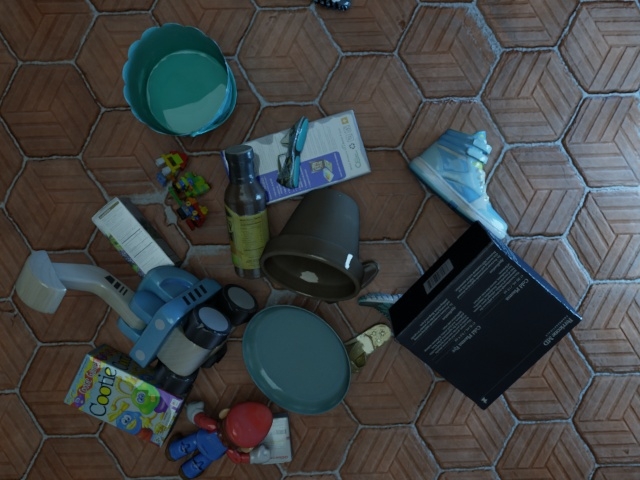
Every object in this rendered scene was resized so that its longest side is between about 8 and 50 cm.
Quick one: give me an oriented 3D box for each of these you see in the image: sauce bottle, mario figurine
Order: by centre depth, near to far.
[{"bbox_3d":[-0.188,-0.072,1.666,0.111,0.111,0.345,-4,115,0],"label":"sauce bottle"},{"bbox_3d":[-0.249,0.515,1.735,0.320,0.170,0.198,-32,129,24],"label":"mario figurine"}]

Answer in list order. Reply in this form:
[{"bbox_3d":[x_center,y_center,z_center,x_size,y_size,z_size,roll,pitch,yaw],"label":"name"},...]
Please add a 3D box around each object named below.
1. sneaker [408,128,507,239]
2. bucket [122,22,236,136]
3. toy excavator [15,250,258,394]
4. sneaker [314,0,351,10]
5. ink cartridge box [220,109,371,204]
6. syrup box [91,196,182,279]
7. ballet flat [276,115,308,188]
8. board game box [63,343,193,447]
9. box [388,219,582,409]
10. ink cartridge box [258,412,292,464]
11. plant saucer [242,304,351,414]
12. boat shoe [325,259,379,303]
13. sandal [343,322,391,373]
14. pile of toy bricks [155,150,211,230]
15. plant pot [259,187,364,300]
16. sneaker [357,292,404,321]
[{"bbox_3d":[0.412,-0.165,1.715,0.319,0.127,0.208,41,93,-2],"label":"sneaker"},{"bbox_3d":[-0.353,-0.397,1.675,0.281,0.183,0.281,0,93,0],"label":"bucket"},{"bbox_3d":[-0.443,0.160,1.593,0.445,0.433,0.222,39,114,7],"label":"toy excavator"},{"bbox_3d":[-0.019,-0.689,1.715,0.234,0.078,0.106,24,95,1],"label":"sneaker"},{"bbox_3d":[-0.064,-0.210,1.742,0.370,0.069,0.176,-17,93,-2],"label":"ink cartridge box"},{"bbox_3d":[-0.486,0.001,1.734,0.096,0.093,0.237,-41,92,2],"label":"syrup box"},{"bbox_3d":[-0.079,-0.230,1.683,0.070,0.070,0.189,11,89,-1],"label":"ballet flat"},{"bbox_3d":[-0.501,0.405,1.726,0.275,0.144,0.142,26,91,-2],"label":"board game box"},{"bbox_3d":[0.403,0.188,1.648,0.312,0.179,0.343,40,104,-11],"label":"box"},{"bbox_3d":[-0.126,0.539,1.778,0.088,0.052,0.123,-5,91,1],"label":"ink cartridge box"},{"bbox_3d":[-0.059,0.308,1.714,0.317,0.043,0.318,9,113,23],"label":"plant saucer"},{"bbox_3d":[0.084,0.116,1.757,0.178,0.060,0.064,-33,92,1],"label":"boat shoe"},{"bbox_3d":[0.092,0.310,1.755,0.240,0.079,0.088,-39,92,1],"label":"sandal"},{"bbox_3d":[-0.343,-0.137,1.737,0.105,0.118,0.212,-29,75,-26],"label":"pile of toy bricks"},{"bbox_3d":[0.000,0.000,1.668,0.263,0.263,0.229,17,63,-1],"label":"plant pot"},{"bbox_3d":[0.183,0.184,1.761,0.166,0.065,0.076,4,97,2],"label":"sneaker"}]
